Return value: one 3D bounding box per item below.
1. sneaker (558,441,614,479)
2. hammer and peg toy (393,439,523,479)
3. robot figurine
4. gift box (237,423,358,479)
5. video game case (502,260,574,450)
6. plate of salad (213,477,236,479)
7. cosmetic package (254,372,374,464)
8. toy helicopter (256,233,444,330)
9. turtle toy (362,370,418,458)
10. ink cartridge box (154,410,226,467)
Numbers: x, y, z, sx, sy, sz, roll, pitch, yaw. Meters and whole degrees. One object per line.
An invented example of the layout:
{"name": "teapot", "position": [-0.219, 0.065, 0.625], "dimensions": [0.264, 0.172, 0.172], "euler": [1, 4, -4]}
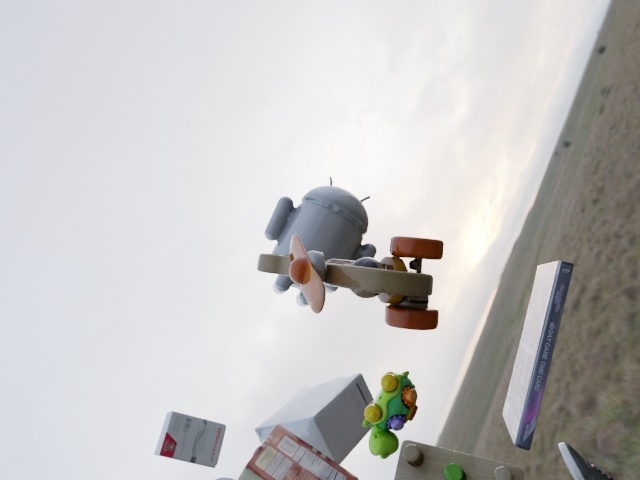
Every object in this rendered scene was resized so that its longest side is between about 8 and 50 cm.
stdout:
{"name": "sneaker", "position": [0.739, 0.617, 1.303], "dimensions": [0.147, 0.295, 0.104], "euler": [-36, -39, 6]}
{"name": "hammer and peg toy", "position": [0.308, 0.563, 1.021], "dimensions": [0.127, 0.362, 0.265], "euler": [61, -139, -52]}
{"name": "robot figurine", "position": [0.000, 0.000, 1.397], "dimensions": [0.353, 0.300, 0.200], "euler": [-61, 7, -14]}
{"name": "gift box", "position": [-0.104, 0.565, 1.083], "dimensions": [0.258, 0.276, 0.255], "euler": [-61, -14, 8]}
{"name": "video game case", "position": [0.342, 0.171, 0.836], "dimensions": [0.196, 0.026, 0.274], "euler": [19, -94, -75]}
{"name": "plate of salad", "position": [-0.246, 0.740, 1.402], "dimensions": [0.048, 0.200, 0.199], "euler": [22, -92, -62]}
{"name": "cosmetic package", "position": [-0.004, 0.473, 1.354], "dimensions": [0.225, 0.224, 0.138], "euler": [-24, -91, -51]}
{"name": "toy helicopter", "position": [0.009, 0.054, 0.847], "dimensions": [0.235, 0.355, 0.140], "euler": [4, -89, -45]}
{"name": "turtle toy", "position": [0.102, 0.251, 0.766], "dimensions": [0.130, 0.066, 0.095], "euler": [-62, -14, -5]}
{"name": "ink cartridge box", "position": [-0.334, 0.514, 1.349], "dimensions": [0.063, 0.151, 0.109], "euler": [-34, 38, 53]}
